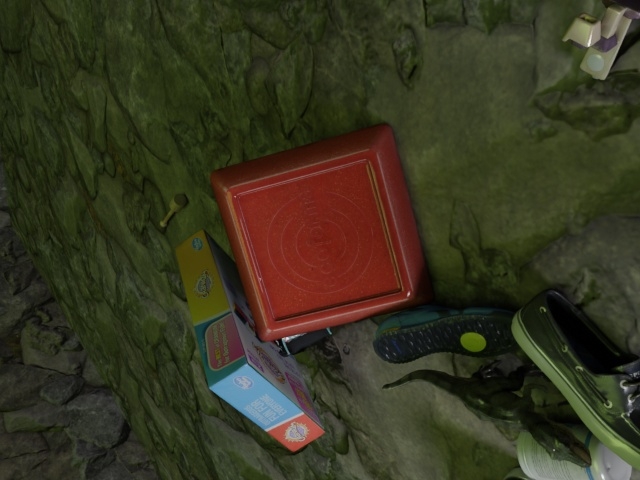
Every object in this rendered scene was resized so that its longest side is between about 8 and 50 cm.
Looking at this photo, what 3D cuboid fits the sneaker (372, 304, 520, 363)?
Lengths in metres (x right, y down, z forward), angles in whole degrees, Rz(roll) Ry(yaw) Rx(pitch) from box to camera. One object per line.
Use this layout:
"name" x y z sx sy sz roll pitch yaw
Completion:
"sneaker" 0.169 0.109 0.772 0.209 0.082 0.069 -14 112 34

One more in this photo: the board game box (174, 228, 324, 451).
"board game box" -0.121 0.158 0.969 0.242 0.064 0.316 54 -176 -41

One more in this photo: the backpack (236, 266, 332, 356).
"backpack" -0.051 0.062 0.924 0.188 0.144 0.166 60 175 -11

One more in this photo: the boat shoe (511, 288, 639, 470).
"boat shoe" 0.303 0.141 0.615 0.228 0.080 0.076 53 144 30

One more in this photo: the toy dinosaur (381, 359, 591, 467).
"toy dinosaur" 0.209 0.181 0.712 0.268 0.118 0.064 8 115 50

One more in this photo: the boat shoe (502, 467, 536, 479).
"boat shoe" 0.312 0.449 0.748 0.305 0.091 0.109 59 143 11

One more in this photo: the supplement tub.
"supplement tub" 0.293 0.248 0.683 0.107 0.071 0.071 -18 95 53

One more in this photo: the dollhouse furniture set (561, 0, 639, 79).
"dollhouse furniture set" 0.271 -0.146 0.501 0.114 0.091 0.081 41 152 26

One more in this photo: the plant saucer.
"plant saucer" 0.000 0.000 0.795 0.259 0.048 0.258 -14 100 9

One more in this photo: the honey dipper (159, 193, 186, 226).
"honey dipper" -0.342 -0.065 1.350 0.161 0.030 0.030 -33 82 57
